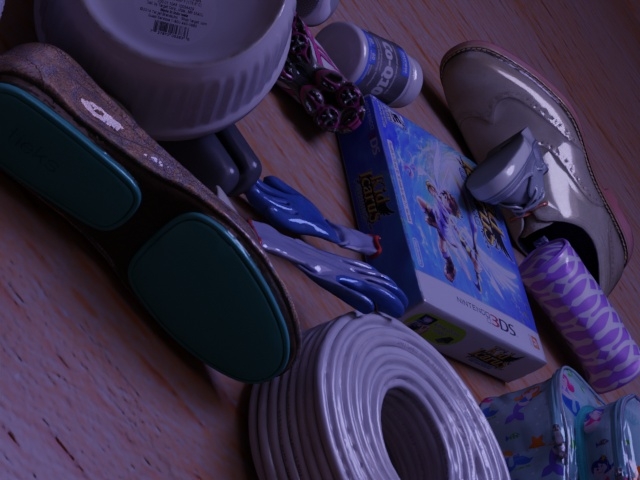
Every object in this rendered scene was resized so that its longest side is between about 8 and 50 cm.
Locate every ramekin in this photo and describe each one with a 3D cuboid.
[{"bbox_3d":[-0.114,-0.190,0.873,0.207,0.109,0.207,4,76,-15],"label":"ramekin"}]

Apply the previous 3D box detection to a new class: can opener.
[{"bbox_3d":[-0.133,-0.169,0.948,0.283,0.095,0.076,55,29,7],"label":"can opener"}]

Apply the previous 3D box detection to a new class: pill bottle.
[{"bbox_3d":[0.055,-0.195,1.287,0.137,0.078,0.078,9,55,-54],"label":"pill bottle"}]

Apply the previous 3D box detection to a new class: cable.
[{"bbox_3d":[0.055,0.181,0.922,0.257,0.089,0.257,-2,65,-58],"label":"cable"}]

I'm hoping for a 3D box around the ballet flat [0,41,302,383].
[{"bbox_3d":[-0.121,-0.028,0.834,0.316,0.107,0.106,48,23,-21],"label":"ballet flat"}]

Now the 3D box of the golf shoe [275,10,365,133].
[{"bbox_3d":[-0.029,-0.188,1.177,0.186,0.067,0.086,50,3,-15],"label":"golf shoe"}]

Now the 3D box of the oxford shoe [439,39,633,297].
[{"bbox_3d":[0.284,-0.084,1.487,0.397,0.140,0.146,50,36,-12],"label":"oxford shoe"}]

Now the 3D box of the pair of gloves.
[{"bbox_3d":[0.000,0.000,0.991,0.159,0.023,0.198,24,19,-21],"label":"pair of gloves"}]

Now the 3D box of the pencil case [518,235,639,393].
[{"bbox_3d":[0.324,0.096,1.426,0.206,0.088,0.086,54,22,-7],"label":"pencil case"}]

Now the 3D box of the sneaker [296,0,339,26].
[{"bbox_3d":[-0.003,-0.343,1.305,0.115,0.105,0.281,33,38,-39],"label":"sneaker"}]

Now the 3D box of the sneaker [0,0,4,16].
[{"bbox_3d":[-0.300,-0.244,0.749,0.153,0.101,0.269,19,50,-53],"label":"sneaker"}]

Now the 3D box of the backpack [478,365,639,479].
[{"bbox_3d":[0.256,0.249,1.087,0.225,0.191,0.253,42,26,-35],"label":"backpack"}]

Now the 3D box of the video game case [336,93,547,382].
[{"bbox_3d":[0.134,0.000,1.247,0.244,0.061,0.269,28,41,-45],"label":"video game case"}]

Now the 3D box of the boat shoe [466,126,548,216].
[{"bbox_3d":[0.234,-0.074,1.331,0.081,0.079,0.227,54,23,-3],"label":"boat shoe"}]
